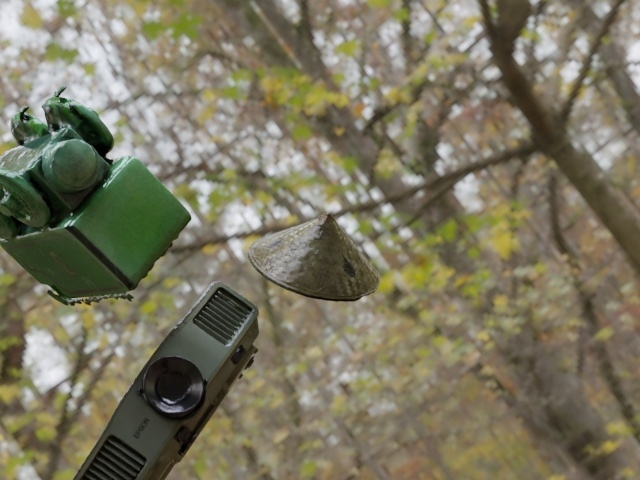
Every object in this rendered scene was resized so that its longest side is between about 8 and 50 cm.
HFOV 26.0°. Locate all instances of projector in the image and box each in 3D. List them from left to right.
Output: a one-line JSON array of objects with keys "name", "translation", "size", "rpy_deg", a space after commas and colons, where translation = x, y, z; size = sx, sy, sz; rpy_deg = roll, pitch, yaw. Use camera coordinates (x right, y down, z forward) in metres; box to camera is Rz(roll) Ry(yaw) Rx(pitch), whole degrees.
[{"name": "projector", "translation": [-0.159, 0.178, 1.456], "size": [0.269, 0.088, 0.193], "rpy_deg": [-56, -2, -23]}]

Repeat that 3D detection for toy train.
[{"name": "toy train", "translation": [-0.250, -0.035, 1.365], "size": [0.132, 0.188, 0.243], "rpy_deg": [-52, 22, -24]}]

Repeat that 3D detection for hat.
[{"name": "hat", "translation": [0.000, 0.000, 1.463], "size": [0.146, 0.146, 0.067], "rpy_deg": [-19, -49, -51]}]
